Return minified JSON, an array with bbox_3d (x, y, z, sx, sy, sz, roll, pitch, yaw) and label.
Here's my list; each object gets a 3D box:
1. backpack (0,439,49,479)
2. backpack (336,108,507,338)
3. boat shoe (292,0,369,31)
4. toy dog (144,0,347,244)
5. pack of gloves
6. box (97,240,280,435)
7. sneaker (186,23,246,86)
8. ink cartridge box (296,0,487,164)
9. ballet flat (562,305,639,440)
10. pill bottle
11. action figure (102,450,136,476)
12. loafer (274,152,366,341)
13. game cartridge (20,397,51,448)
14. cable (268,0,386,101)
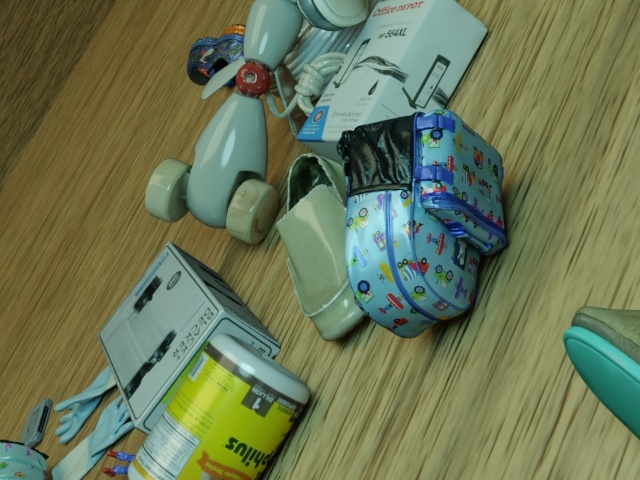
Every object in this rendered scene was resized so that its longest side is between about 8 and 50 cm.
[{"bbox_3d":[-0.458,0.360,1.467,0.182,0.152,0.115,-38,47,28],"label":"backpack"},{"bbox_3d":[0.090,-0.008,0.914,0.116,0.158,0.173,-12,61,32],"label":"backpack"},{"bbox_3d":[-0.009,-0.330,1.318,0.099,0.116,0.319,-28,29,19],"label":"boat shoe"},{"bbox_3d":[-0.090,-0.142,1.390,0.334,0.220,0.161,-50,-13,3],"label":"toy dog"},{"bbox_3d":[-0.323,0.237,1.466,0.232,0.046,0.195,-45,27,22],"label":"pack of gloves"},{"bbox_3d":[-0.170,0.123,1.276,0.169,0.087,0.290,-52,26,1],"label":"box"},{"bbox_3d":[-0.179,-0.308,1.826,0.221,0.083,0.087,-15,55,59],"label":"sneaker"},{"bbox_3d":[0.080,-0.179,1.205,0.203,0.086,0.148,-61,25,-9],"label":"ink cartridge box"},{"bbox_3d":[0.260,0.108,0.542,0.124,0.116,0.342,-34,27,-2],"label":"ballet flat"},{"bbox_3d":[-0.112,0.209,1.044,0.215,0.117,0.117,-57,25,-2],"label":"pill bottle"},{"bbox_3d":[-0.223,0.272,1.268,0.115,0.030,0.038,-12,54,49],"label":"action figure"},{"bbox_3d":[0.000,0.000,1.125,0.102,0.092,0.269,-44,28,24],"label":"loafer"},{"bbox_3d":[-0.455,0.297,1.661,0.056,0.017,0.083,-35,32,30],"label":"game cartridge"},{"bbox_3d":[-0.001,-0.318,1.511,0.257,0.089,0.257,-38,30,32],"label":"cable"}]
